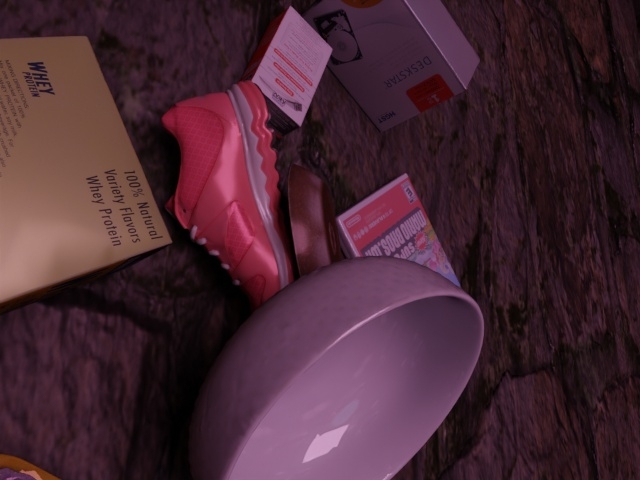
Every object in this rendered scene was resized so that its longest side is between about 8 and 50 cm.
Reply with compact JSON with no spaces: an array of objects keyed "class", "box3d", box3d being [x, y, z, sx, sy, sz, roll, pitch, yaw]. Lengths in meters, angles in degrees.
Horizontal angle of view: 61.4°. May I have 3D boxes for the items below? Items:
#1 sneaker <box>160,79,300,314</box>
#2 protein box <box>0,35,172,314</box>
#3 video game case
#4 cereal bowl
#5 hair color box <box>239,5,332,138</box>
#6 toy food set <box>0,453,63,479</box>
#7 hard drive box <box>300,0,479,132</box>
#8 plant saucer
[{"class":"sneaker","box3d":[-0.108,-0.021,0.637,0.136,0.116,0.314,-11,93,-9]},{"class":"protein box","box3d":[-0.274,-0.043,0.451,0.201,0.135,0.200,-24,92,-43]},{"class":"video game case","box3d":[0.142,0.053,0.871,0.204,0.025,0.285,-34,100,-43]},{"class":"cereal bowl","box3d":[0.008,0.151,0.573,0.338,0.141,0.339,-25,137,-26]},{"class":"hair color box","box3d":[-0.051,-0.241,0.771,0.093,0.053,0.167,38,53,-28]},{"class":"toy food set","box3d":[-0.233,0.263,0.437,0.218,0.071,0.128,42,53,-25]},{"class":"hard drive box","box3d":[0.105,-0.312,0.846,0.232,0.181,0.089,45,52,-21]},{"class":"plant saucer","box3d":[0.000,0.000,0.672,0.198,0.036,0.199,-10,90,-83]}]
